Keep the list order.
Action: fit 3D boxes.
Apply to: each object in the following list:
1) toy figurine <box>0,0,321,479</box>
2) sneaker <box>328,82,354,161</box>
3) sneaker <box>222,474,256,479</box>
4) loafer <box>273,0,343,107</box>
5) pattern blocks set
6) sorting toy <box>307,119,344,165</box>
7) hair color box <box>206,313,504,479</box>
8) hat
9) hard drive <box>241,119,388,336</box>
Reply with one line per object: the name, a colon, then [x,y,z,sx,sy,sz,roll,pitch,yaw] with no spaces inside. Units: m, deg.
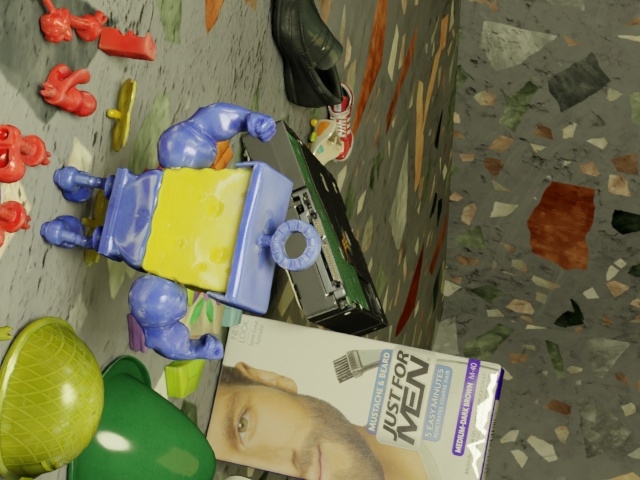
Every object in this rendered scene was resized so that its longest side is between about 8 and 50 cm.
toy figurine: [-0.113,0.012,0.776,0.191,0.217,0.362,49,51,-74]
sneaker: [0.029,-0.184,1.647,0.067,0.042,0.118,38,54,-80]
sneaker: [-0.138,0.418,1.188,0.178,0.124,0.295,-44,154,-53]
loafer: [-0.010,-0.248,1.344,0.223,0.078,0.076,78,24,-58]
pattern blocks set: [-0.128,0.029,1.153,0.325,0.026,0.285,-40,138,-71]
sorting toy: [-0.002,-0.130,1.561,0.083,0.045,0.075,61,48,-71]
hair color box: [0.043,0.212,1.321,0.110,0.339,0.185,37,63,-74]
hat: [-0.111,0.214,1.003,0.208,0.183,0.173,73,29,-63]
hard drive: [0.000,0.000,1.378,0.339,0.064,0.237,39,30,-77]
